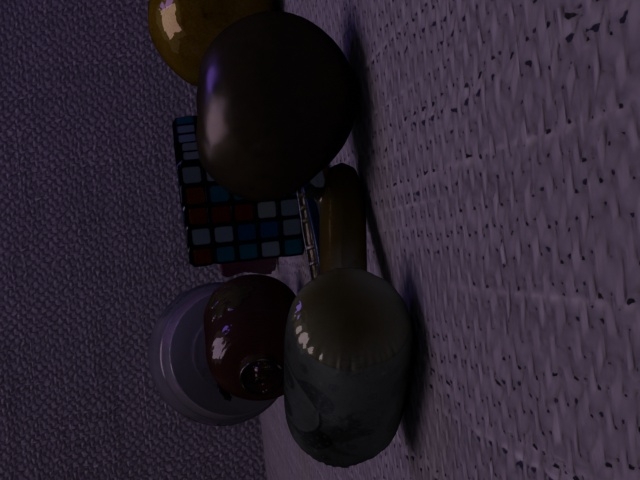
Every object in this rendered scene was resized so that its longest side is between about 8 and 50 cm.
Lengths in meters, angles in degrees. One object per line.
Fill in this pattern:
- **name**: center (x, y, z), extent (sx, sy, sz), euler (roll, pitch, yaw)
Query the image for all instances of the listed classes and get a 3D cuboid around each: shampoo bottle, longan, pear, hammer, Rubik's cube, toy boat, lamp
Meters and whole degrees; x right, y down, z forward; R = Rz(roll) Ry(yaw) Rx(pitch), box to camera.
- **shampoo bottle**: center (-0.186, 0.214, 2.095), extent (0.266, 0.273, 0.273), euler (162, 101, -75)
- **longan**: center (-0.046, -0.129, 1.076), extent (0.187, 0.167, 0.167), euler (-64, 1, -11)
- **pear**: center (-0.166, -0.344, 1.707), extent (0.209, 0.209, 0.209), euler (174, 90, -83)
- **hammer**: center (0.021, 0.039, 1.025), extent (0.202, 0.113, 0.305), euler (97, 174, -49)
- **Rubik's cube**: center (-0.129, -0.085, 1.717), extent (0.184, 0.187, 0.182), euler (-105, 11, -59)
- **toy boat**: center (0.000, 0.000, 1.314), extent (0.080, 0.046, 0.229), euler (101, 161, -71)
- **lamp**: center (-0.109, 0.163, 1.805), extent (0.258, 0.180, 0.180), euler (-104, 10, -60)

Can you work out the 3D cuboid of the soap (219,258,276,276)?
- **soap**: center (-0.174, -0.134, 2.282), extent (0.233, 0.128, 0.359), euler (94, 168, -50)
